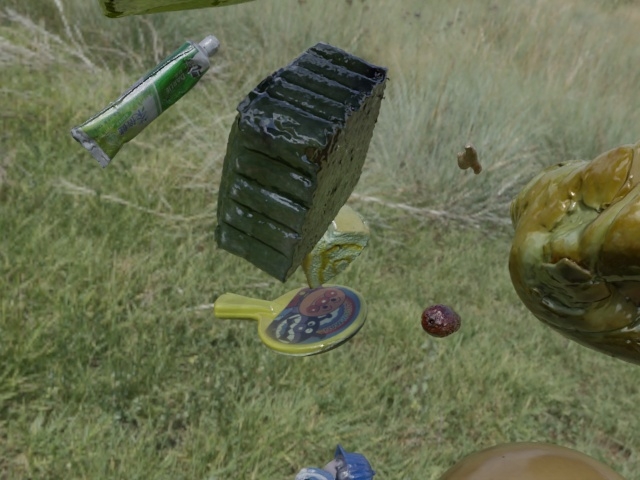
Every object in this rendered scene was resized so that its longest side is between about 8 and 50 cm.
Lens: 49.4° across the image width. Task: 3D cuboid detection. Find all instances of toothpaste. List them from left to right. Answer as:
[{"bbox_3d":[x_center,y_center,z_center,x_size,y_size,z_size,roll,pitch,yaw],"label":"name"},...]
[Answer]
[{"bbox_3d":[-0.241,-0.209,1.000,0.248,0.078,0.047,-43,44,-9],"label":"toothpaste"}]

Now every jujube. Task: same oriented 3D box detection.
[{"bbox_3d":[0.267,0.178,1.524,0.077,0.077,0.129,27,2,29],"label":"jujube"}]

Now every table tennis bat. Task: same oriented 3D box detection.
[{"bbox_3d":[-0.073,0.152,1.465,0.368,0.054,0.224,4,35,32],"label":"table tennis bat"}]

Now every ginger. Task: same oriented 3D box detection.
[{"bbox_3d":[0.315,-0.176,1.478,0.048,0.097,0.030,6,61,30],"label":"ginger"}]

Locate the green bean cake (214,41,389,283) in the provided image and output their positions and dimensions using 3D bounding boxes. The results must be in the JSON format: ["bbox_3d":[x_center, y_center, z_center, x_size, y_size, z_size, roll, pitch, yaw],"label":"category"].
[{"bbox_3d":[-0.021,-0.077,0.655,0.094,0.181,0.173,27,45,9],"label":"green bean cake"}]

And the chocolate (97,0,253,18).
[{"bbox_3d":[-0.014,-0.245,0.430,0.288,0.137,0.301,-12,7,-11],"label":"chocolate"}]

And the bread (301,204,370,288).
[{"bbox_3d":[-0.005,0.003,1.188,0.110,0.156,0.103,21,31,-47],"label":"bread"}]

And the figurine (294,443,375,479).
[{"bbox_3d":[0.017,0.355,1.018,0.079,0.077,0.136,-7,7,45],"label":"figurine"}]

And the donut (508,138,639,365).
[{"bbox_3d":[0.392,0.025,0.803,0.360,0.360,0.170,17,64,11],"label":"donut"}]

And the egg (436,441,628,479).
[{"bbox_3d":[0.254,0.398,0.776,0.301,0.374,0.301,-20,29,12],"label":"egg"}]
